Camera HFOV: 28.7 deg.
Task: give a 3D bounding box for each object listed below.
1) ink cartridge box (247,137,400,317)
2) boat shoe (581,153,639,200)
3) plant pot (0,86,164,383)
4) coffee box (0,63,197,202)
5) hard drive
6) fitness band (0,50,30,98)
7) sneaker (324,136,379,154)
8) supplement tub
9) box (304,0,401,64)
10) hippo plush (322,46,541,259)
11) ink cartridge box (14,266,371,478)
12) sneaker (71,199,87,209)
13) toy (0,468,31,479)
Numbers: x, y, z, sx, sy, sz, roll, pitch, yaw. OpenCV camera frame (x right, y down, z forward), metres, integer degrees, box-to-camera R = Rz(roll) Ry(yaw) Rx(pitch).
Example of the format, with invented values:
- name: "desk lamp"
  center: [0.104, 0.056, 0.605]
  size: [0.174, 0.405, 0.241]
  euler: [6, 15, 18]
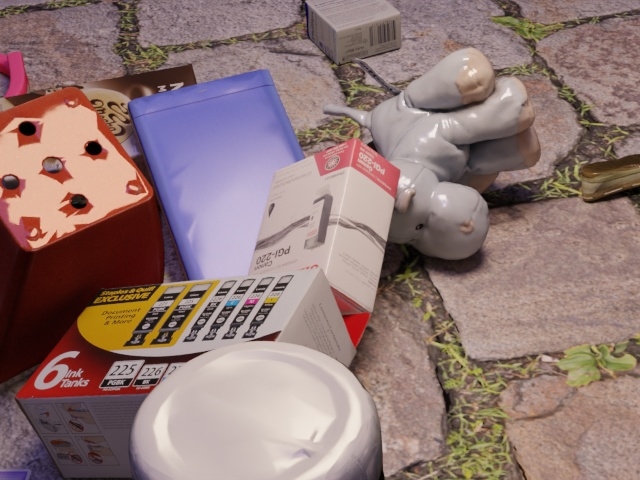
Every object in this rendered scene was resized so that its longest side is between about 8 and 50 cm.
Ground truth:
- name: "ink cartridge box"
  center: [0.000, 0.000, 1.561]
  size: [0.159, 0.092, 0.217]
  euler: [-20, 48, 42]
- name: "boat shoe"
  center: [0.444, -0.090, 1.791]
  size: [0.153, 0.048, 0.056]
  euler: [-11, 24, -20]
- name: "plant pot"
  center: [-0.345, -0.031, 1.529]
  size: [0.267, 0.235, 0.267]
  euler: [-27, 72, -33]
- name: "coffee box"
  center: [-0.314, -0.140, 1.839]
  size: [0.297, 0.119, 0.168]
  euler: [-12, 53, -9]
- name: "hard drive"
  center: [-0.119, -0.080, 1.715]
  size: [0.210, 0.040, 0.318]
  euler: [-15, 64, -14]
- name: "fitness band"
  center: [-0.598, -0.249, 2.106]
  size: [0.209, 0.054, 0.291]
  euler: [-11, 36, -9]
- name: "sneaker"
  center: [0.047, -0.123, 1.853]
  size: [0.178, 0.072, 0.077]
  euler: [-16, 27, -24]
- name: "supplement tub"
  center: [-0.043, 0.272, 1.092]
  size: [0.207, 0.338, 0.207]
  euler: [-3, 36, 2]
- name: "box"
  center: [0.056, -0.380, 2.196]
  size: [0.126, 0.072, 0.137]
  euler: [-18, 39, -17]
- name: "hippo plush"
  center: [0.149, -0.109, 1.671]
  size: [0.294, 0.234, 0.236]
  euler: [24, 50, -8]
- name: "ink cartridge box"
  center: [-0.134, 0.129, 1.406]
  size: [0.310, 0.130, 0.272]
  euler: [-6, 32, 28]
- name: "sneaker"
  center: [-0.398, 0.009, 1.717]
  size: [0.267, 0.101, 0.106]
  euler: [-19, 24, -29]
- name: "toy"
  center: [-0.403, 0.317, 1.309]
  size: [0.137, 0.056, 0.237]
  euler: [-1, 36, 7]
